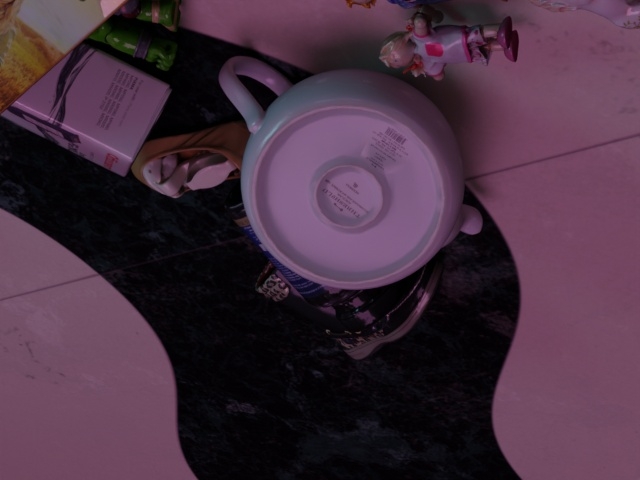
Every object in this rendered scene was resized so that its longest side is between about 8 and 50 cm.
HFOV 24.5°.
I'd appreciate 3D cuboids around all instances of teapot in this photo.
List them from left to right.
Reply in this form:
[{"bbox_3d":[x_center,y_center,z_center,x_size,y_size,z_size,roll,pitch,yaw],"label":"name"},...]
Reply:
[{"bbox_3d":[0.034,-0.084,1.590,0.252,0.187,0.256,-8,113,9],"label":"teapot"}]

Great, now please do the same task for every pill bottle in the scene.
[{"bbox_3d":[0.000,0.000,1.735,0.123,0.123,0.219,-22,115,47],"label":"pill bottle"}]

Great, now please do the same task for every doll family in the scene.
[{"bbox_3d":[0.087,-0.254,1.392,0.163,0.118,0.263,-1,159,21],"label":"doll family"}]

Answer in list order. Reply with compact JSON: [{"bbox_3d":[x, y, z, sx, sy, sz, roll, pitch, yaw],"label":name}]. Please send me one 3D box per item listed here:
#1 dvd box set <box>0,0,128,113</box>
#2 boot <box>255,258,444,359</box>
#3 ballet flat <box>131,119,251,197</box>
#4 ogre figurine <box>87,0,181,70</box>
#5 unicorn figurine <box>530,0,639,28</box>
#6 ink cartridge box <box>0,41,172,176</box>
[{"bbox_3d":[-0.350,-0.293,1.436,0.420,0.062,0.307,-33,105,33],"label":"dvd box set"},{"bbox_3d":[0.033,0.056,1.870,0.178,0.085,0.236,32,144,-11],"label":"boot"},{"bbox_3d":[-0.161,-0.091,1.777,0.232,0.073,0.080,-16,131,43],"label":"ballet flat"},{"bbox_3d":[-0.210,-0.267,1.535,0.118,0.097,0.197,6,157,3],"label":"ogre figurine"},{"bbox_3d":[0.256,-0.233,1.347,0.162,0.060,0.111,31,145,-14],"label":"unicorn figurine"},{"bbox_3d":[-0.299,-0.172,1.663,0.237,0.100,0.172,26,173,-8],"label":"ink cartridge box"}]
